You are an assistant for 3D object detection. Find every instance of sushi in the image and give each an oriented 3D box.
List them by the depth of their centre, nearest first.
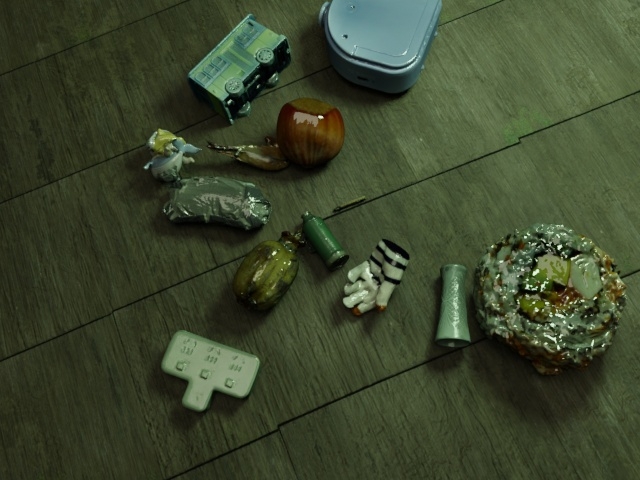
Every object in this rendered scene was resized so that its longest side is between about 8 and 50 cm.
[{"bbox_3d":[0.607,0.139,1.671,0.418,0.176,0.417,-2,69,4],"label":"sushi"}]

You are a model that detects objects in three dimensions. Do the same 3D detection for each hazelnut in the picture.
[{"bbox_3d":[-0.035,-0.335,1.919,0.210,0.210,0.186,-14,45,0],"label":"hazelnut"}]

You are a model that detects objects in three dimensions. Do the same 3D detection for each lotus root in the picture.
[{"bbox_3d":[-0.139,0.074,1.784,0.154,0.154,0.278,30,75,15],"label":"lotus root"}]

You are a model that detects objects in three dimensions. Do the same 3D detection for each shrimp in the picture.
[{"bbox_3d":[-0.221,-0.284,1.969,0.262,0.066,0.117,16,56,-4],"label":"shrimp"}]

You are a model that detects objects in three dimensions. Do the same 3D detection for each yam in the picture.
[{"bbox_3d":[0.089,-0.112,1.900,0.107,0.014,0.014,-22,69,-3],"label":"yam"}]

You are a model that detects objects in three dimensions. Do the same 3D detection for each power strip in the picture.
[{"bbox_3d":[-0.314,0.375,1.727,0.265,0.059,0.193,17,71,10],"label":"power strip"}]

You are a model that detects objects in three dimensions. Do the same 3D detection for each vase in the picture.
[{"bbox_3d":[0.366,0.177,1.727,0.096,0.096,0.219,3,67,6],"label":"vase"}]

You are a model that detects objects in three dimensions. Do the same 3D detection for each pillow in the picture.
[{"bbox_3d":[-0.311,-0.112,1.894,0.335,0.092,0.161,6,74,7],"label":"pillow"}]

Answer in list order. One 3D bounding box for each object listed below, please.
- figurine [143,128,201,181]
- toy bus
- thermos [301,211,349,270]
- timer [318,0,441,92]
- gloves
[{"bbox_3d":[-0.468,-0.268,1.939,0.209,0.128,0.183,-21,61,38],"label":"figurine"},{"bbox_3d":[-0.256,-0.554,2.026,0.190,0.152,0.312,38,78,17],"label":"toy bus"},{"bbox_3d":[0.004,-0.003,1.841,0.073,0.083,0.187,-22,66,-27],"label":"thermos"},{"bbox_3d":[0.178,-0.678,2.021,0.396,0.173,0.394,-2,71,5],"label":"timer"},{"bbox_3d":[0.156,0.113,1.764,0.140,0.131,0.218,34,106,14],"label":"gloves"}]
